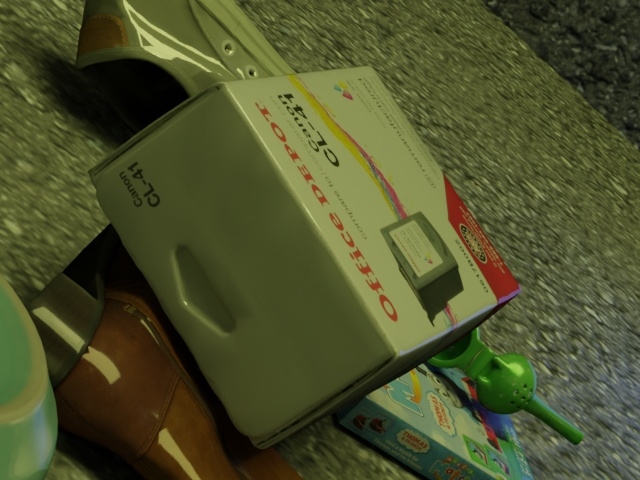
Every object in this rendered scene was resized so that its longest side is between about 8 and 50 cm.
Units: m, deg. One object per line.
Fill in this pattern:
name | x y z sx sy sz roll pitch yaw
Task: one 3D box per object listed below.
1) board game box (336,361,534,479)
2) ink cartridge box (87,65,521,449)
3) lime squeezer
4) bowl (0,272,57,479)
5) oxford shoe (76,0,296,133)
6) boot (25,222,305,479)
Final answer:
board game box | 0.090 0.146 1.670 0.211 0.039 0.160 33 21 -27
ink cartridge box | 0.000 0.000 1.406 0.226 0.131 0.306 57 20 5
lime squeezer | 0.132 0.093 1.726 0.310 0.059 0.110 38 18 -13
bowl | -0.249 0.075 0.947 0.311 0.163 0.311 38 18 -15
oxford shoe | -0.055 -0.081 1.755 0.449 0.169 0.130 42 61 -28
boot | -0.068 0.110 1.343 0.280 0.096 0.264 43 18 -4
